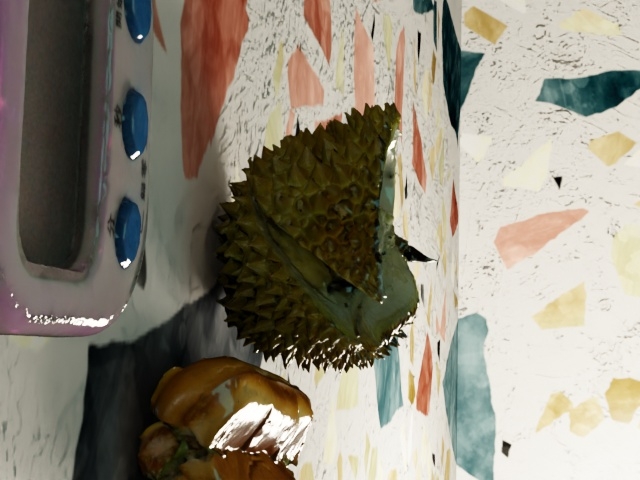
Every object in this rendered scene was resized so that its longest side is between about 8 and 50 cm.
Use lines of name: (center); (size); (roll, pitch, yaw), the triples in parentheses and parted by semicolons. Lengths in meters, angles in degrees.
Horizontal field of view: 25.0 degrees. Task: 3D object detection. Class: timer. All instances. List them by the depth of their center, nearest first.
timer: (-0.124, -0.064, 0.605); (0.191, 0.069, 0.208); (23, 69, -77)

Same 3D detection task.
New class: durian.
durian: (0.000, 0.000, 1.034); (0.237, 0.138, 0.193); (27, 61, -73)

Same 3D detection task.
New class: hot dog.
hot dog: (-0.055, 0.138, 0.935); (0.269, 0.072, 0.115); (53, 38, -73)
